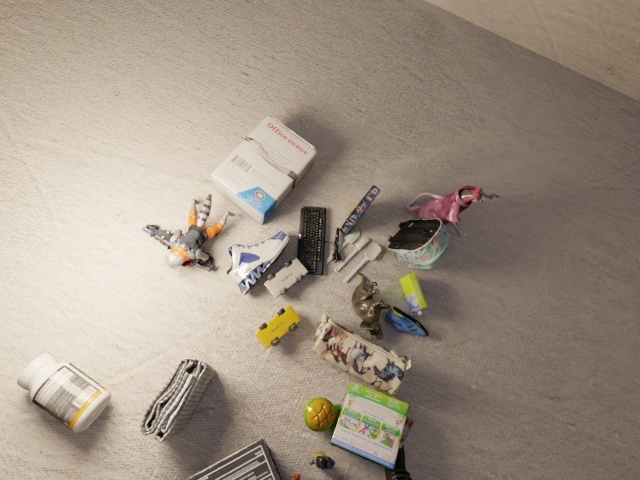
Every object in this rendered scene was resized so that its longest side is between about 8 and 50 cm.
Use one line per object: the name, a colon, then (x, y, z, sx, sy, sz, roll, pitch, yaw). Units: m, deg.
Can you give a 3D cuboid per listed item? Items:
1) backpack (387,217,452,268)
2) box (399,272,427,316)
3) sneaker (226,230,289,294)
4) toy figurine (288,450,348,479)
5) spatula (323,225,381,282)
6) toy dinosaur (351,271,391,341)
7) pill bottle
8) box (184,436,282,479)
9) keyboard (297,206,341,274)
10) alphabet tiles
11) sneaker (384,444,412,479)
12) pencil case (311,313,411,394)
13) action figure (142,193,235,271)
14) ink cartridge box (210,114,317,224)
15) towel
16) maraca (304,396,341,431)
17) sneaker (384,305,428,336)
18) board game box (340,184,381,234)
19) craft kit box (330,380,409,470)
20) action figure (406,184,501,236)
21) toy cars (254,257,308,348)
backpack: (0.454, 0.012, 1.831, 0.191, 0.253, 0.225, 47, 69, -15)
box: (0.412, 0.241, 1.826, 0.042, 0.109, 0.178, -13, 76, -16)
sneaker: (-0.284, 0.055, 1.746, 0.182, 0.127, 0.315, 40, 72, 1)
toy figurine: (0.000, 0.922, 1.528, 0.209, 0.148, 0.213, -40, 81, -25)
spatula: (0.145, 0.067, 1.875, 0.168, 0.019, 0.242, 43, 70, 7)
toy dinosaur: (0.195, 0.271, 1.768, 0.160, 0.121, 0.313, -35, 65, 14)
pill bottle: (-0.907, 0.535, 1.466, 0.278, 0.162, 0.162, 34, 70, 2)
box: (-0.265, 0.902, 1.423, 0.296, 0.183, 0.294, -22, 60, -16)
keyboard: (0.000, 0.000, 1.860, 0.201, 0.033, 0.317, 4, 73, -5)
alphabet tiles: (0.247, 0.704, 1.653, 0.237, 0.009, 0.198, 31, 59, 18)
sneaker: (0.298, 0.860, 1.594, 0.104, 0.147, 0.296, 0, 72, -8)
pencil case: (0.154, 0.456, 1.677, 0.410, 0.160, 0.183, 28, 111, 0)
action figure: (-0.561, -0.039, 1.704, 0.341, 0.178, 0.330, 25, 61, -4)
ink cartridge box: (-0.246, -0.316, 1.846, 0.285, 0.166, 0.395, 38, 71, 2)
towel: (-0.512, 0.560, 1.494, 0.121, 0.235, 0.284, 26, 70, 5)
maraca: (0.013, 0.688, 1.625, 0.185, 0.099, 0.127, 25, 72, -30)
sneaker: (0.375, 0.373, 1.811, 0.209, 0.069, 0.082, 33, 103, -8)
board game box: (0.171, -0.130, 1.825, 0.042, 0.243, 0.165, 38, 71, 2)
craft kit box: (0.193, 0.713, 1.606, 0.249, 0.061, 0.247, 19, 58, 10)
action figure: (0.604, -0.180, 1.852, 0.276, 0.370, 0.248, 43, 72, 3)
toy cars: (-0.165, 0.262, 1.730, 0.176, 0.087, 0.394, 13, 68, -12)
